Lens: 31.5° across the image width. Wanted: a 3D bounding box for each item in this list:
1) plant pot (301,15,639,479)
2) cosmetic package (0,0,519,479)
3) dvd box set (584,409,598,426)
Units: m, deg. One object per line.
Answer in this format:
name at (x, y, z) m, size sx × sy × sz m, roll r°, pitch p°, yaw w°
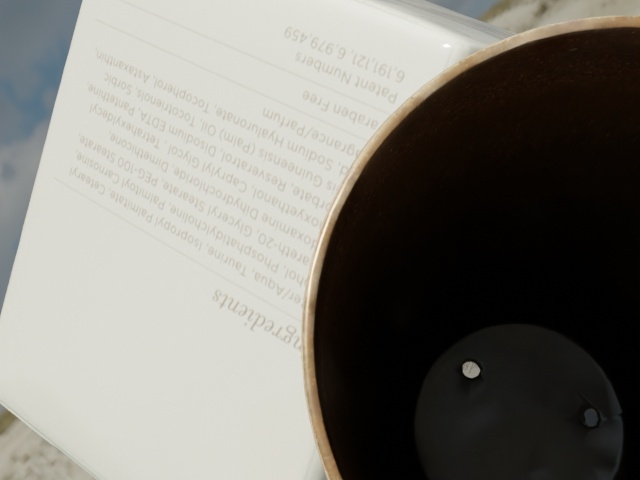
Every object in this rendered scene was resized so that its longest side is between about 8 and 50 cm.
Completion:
plant pot at (0.100, 0.062, 0.447) m, size 0.215 × 0.215 × 0.230 m, roll -49°, pitch -10°, yaw -13°
cosmetic package at (0.000, 0.000, 0.889) m, size 0.329 × 0.327 × 0.393 m, roll -2°, pitch -66°, yaw -54°
dvd box set at (0.424, 0.208, 1.068) m, size 0.307 × 0.420 × 0.062 m, roll 111°, pitch 158°, yaw -47°
